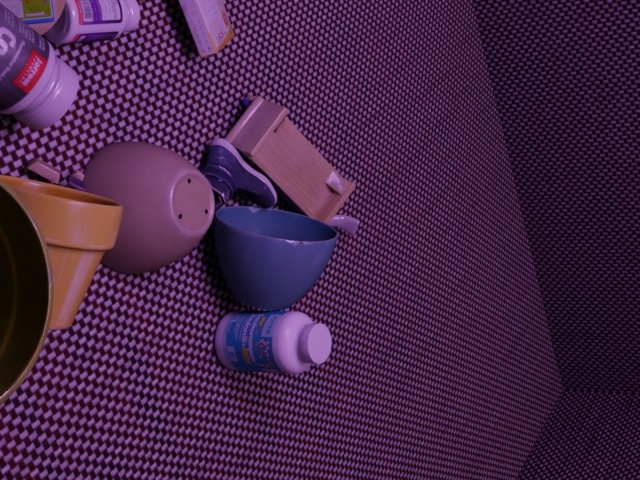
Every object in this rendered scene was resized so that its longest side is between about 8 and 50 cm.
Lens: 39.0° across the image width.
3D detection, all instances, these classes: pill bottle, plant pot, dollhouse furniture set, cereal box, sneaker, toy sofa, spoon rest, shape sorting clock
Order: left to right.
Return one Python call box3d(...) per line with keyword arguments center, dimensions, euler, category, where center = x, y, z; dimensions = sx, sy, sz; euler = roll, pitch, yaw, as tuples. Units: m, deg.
box3d(center=(-0.641, 0.076, 1.287), dimensions=(0.366, 0.353, 0.366), euler=(6, 83, -54), category="plant pot")
box3d(center=(-0.570, -0.322, 1.575), dimensions=(0.283, 0.161, 0.161), euler=(39, 58, -46), category="pill bottle")
box3d(center=(-0.563, -0.460, 1.631), dimensions=(0.206, 0.040, 0.206), euler=(-14, 123, -23), category="shape sorting clock")
box3d(center=(-0.501, 0.023, 1.607), dimensions=(0.254, 0.254, 0.239), euler=(9, 97, -54), category="plant pot")
box3d(center=(-0.528, -0.109, 1.757), dimensions=(0.114, 0.091, 0.081), euler=(30, 104, -26), category="dollhouse furniture set")
box3d(center=(-0.455, -0.449, 1.793), dimensions=(0.193, 0.108, 0.108), euler=(-23, 107, -53), category="pill bottle")
box3d(center=(-0.332, -0.071, 1.875), dimensions=(0.284, 0.191, 0.284), euler=(3, 86, -55), category="plant pot")
box3d(center=(-0.275, -0.556, 2.064), dimensions=(0.173, 0.047, 0.240), euler=(-67, 141, -62), category="cereal box")
box3d(center=(-0.202, -0.110, 2.134), dimensions=(0.226, 0.086, 0.163), euler=(43, 43, -31), category="sneaker")
box3d(center=(-0.118, 0.051, 2.124), dimensions=(0.290, 0.290, 0.195), euler=(-10, 114, -55), category="plant pot")
box3d(center=(-0.107, 0.236, 2.110), dimensions=(0.146, 0.264, 0.146), euler=(6, 83, -55), category="pill bottle")
box3d(center=(-0.089, -0.199, 2.291), dimensions=(0.150, 0.177, 0.362), euler=(-54, 135, -8), category="toy sofa")
box3d(center=(0.000, 0.000, 2.428), dimensions=(0.276, 0.084, 0.137), euler=(-35, 153, -50), category="spoon rest")
